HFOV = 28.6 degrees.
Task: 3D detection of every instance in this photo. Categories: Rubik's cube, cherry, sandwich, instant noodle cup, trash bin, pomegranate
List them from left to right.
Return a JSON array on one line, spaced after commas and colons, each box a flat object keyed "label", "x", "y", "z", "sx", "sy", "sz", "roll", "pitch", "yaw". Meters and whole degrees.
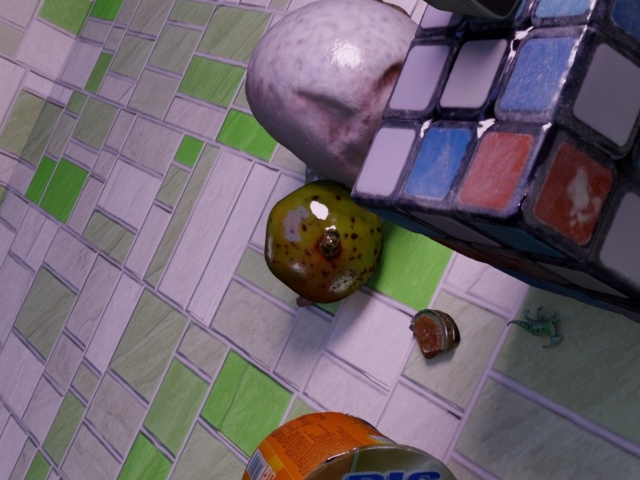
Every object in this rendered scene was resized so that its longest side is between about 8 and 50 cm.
[{"label": "pomegranate", "x": -0.013, "y": -0.003, "z": 2.029, "sx": 0.246, "sy": 0.198, "sz": 0.198, "roll": 16, "pitch": 82, "yaw": 48}, {"label": "instant noodle cup", "x": 0.029, "y": 0.365, "z": 1.669, "sx": 0.296, "sy": 0.296, "sz": 0.214, "roll": -63, "pitch": 23, "yaw": 4}, {"label": "cherry", "x": 0.036, "y": -0.238, "z": 1.972, "sx": 0.291, "sy": 0.335, "sz": 0.326, "roll": -65, "pitch": -10, "yaw": 0}, {"label": "sandwich", "x": 0.166, "y": 0.135, "z": 1.839, "sx": 0.069, "sy": 0.026, "sz": 0.101, "roll": -53, "pitch": 34, "yaw": 17}, {"label": "trash bin", "x": 0.149, "y": -0.302, "z": 1.424, "sx": 0.059, "sy": 0.116, "sz": 0.130, "roll": -59, "pitch": 29, "yaw": -2}, {"label": "Rubik's cube", "x": 0.303, "y": -0.128, "z": 1.507, "sx": 0.363, "sy": 0.358, "sz": 0.362, "roll": 20, "pitch": 87, "yaw": 58}]

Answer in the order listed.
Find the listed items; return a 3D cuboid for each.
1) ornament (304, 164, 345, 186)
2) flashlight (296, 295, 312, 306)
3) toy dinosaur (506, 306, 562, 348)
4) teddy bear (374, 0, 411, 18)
[{"label": "ornament", "x": 0.009, "y": -0.135, "z": 2.206, "sx": 0.075, "sy": 0.081, "sz": 0.156, "roll": -33, "pitch": 40, "yaw": 48}, {"label": "flashlight", "x": -0.004, "y": 0.084, "z": 2.116, "sx": 0.110, "sy": 0.031, "sz": 0.052, "roll": -33, "pitch": 44, "yaw": 41}, {"label": "toy dinosaur", "x": 0.290, "y": 0.121, "z": 1.675, "sx": 0.083, "sy": 0.021, "sz": 0.062, "roll": -36, "pitch": 55, "yaw": 37}, {"label": "teddy bear", "x": 0.052, "y": -0.364, "z": 2.254, "sx": 0.190, "sy": 0.140, "sz": 0.177, "roll": -63, "pitch": 34, "yaw": 19}]
